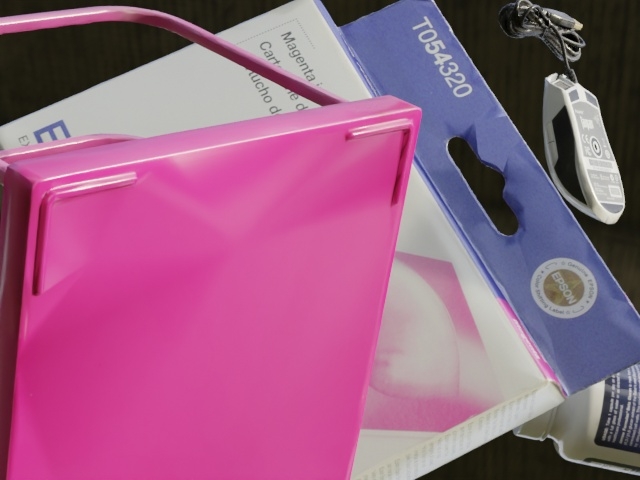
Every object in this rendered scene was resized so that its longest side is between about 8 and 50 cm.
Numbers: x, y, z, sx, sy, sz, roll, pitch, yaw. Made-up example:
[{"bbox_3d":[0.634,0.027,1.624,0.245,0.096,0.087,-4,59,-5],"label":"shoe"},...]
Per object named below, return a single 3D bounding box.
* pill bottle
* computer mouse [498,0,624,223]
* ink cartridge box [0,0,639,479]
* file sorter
[{"bbox_3d":[0.253,0.148,1.314,0.169,0.094,0.094,12,-48,-4],"label":"pill bottle"},{"bbox_3d":[0.201,-0.101,1.276,0.042,0.106,0.193,-21,-105,33],"label":"computer mouse"},{"bbox_3d":[0.000,0.000,0.993,0.330,0.324,0.071,-26,-24,-9],"label":"ink cartridge box"},{"bbox_3d":[-0.110,0.056,0.713,0.182,0.202,0.291,30,-59,37],"label":"file sorter"}]
